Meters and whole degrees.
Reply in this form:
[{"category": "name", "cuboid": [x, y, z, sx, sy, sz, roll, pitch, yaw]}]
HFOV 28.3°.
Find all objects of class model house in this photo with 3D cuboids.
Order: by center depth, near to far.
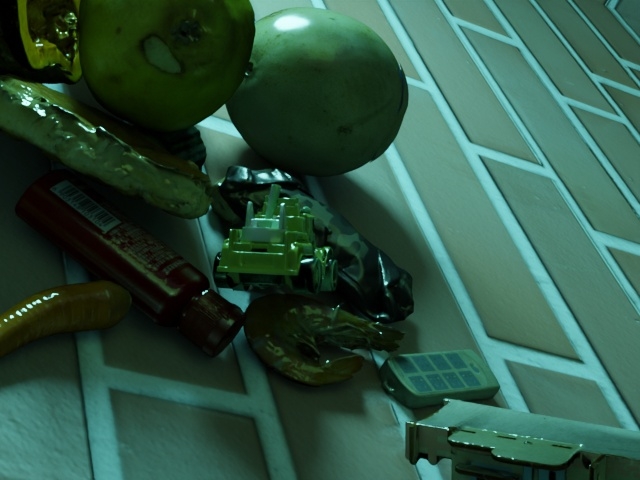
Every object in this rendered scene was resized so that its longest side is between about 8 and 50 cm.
[{"category": "model house", "cuboid": [0.255, 0.333, 1.458, 0.326, 0.244, 0.169, 6, 14, 30]}]

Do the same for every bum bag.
[{"category": "bum bag", "cuboid": [0.000, 0.000, 1.845, 0.340, 0.095, 0.144, 37, 26, 3]}]

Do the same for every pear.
[{"category": "pear", "cuboid": [-0.222, -0.287, 1.791, 0.269, 0.269, 0.321, 20, -10, -20]}]

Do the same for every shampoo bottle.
[{"category": "shampoo bottle", "cuboid": [-0.235, 0.027, 1.598, 0.314, 0.076, 0.118, 37, 17, 10]}]

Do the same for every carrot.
[{"category": "carrot", "cuboid": [-0.320, 0.092, 1.441, 0.062, 0.066, 0.271, -4, 6, 40]}]

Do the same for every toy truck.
[{"category": "toy truck", "cuboid": [-0.047, 0.003, 1.655, 0.128, 0.135, 0.259, 2, -4, 11]}]

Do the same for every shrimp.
[{"category": "shrimp", "cuboid": [0.008, 0.131, 1.688, 0.248, 0.068, 0.150, 0, 51, -34]}]

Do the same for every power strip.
[{"category": "power strip", "cuboid": [0.173, 0.191, 1.779, 0.226, 0.029, 0.080, 0, 40, -44]}]

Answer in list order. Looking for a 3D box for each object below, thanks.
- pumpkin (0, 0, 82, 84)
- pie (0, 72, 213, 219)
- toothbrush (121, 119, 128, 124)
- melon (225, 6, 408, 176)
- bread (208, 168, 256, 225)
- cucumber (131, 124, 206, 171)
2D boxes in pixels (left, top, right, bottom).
[{"category": "pumpkin", "cuboid": [-0.464, -0.336, 1.759, 0.232, 0.242, 0.325, 6, -3, 6]}, {"category": "pie", "cuboid": [-0.290, -0.122, 1.676, 0.339, 0.083, 0.339, 26, 2, -1]}, {"category": "toothbrush", "cuboid": [-0.299, -0.190, 1.955, 0.019, 0.013, 0.193, 26, 26, -27]}, {"category": "melon", "cuboid": [-0.006, -0.237, 2.049, 0.330, 0.268, 0.268, 10, 33, -50]}, {"category": "bread", "cuboid": [-0.121, -0.066, 1.891, 0.072, 0.053, 0.106, 58, 34, 1]}, {"category": "cucumber", "cuboid": [-0.229, -0.139, 1.879, 0.116, 0.062, 0.115, 45, 25, 4]}]
